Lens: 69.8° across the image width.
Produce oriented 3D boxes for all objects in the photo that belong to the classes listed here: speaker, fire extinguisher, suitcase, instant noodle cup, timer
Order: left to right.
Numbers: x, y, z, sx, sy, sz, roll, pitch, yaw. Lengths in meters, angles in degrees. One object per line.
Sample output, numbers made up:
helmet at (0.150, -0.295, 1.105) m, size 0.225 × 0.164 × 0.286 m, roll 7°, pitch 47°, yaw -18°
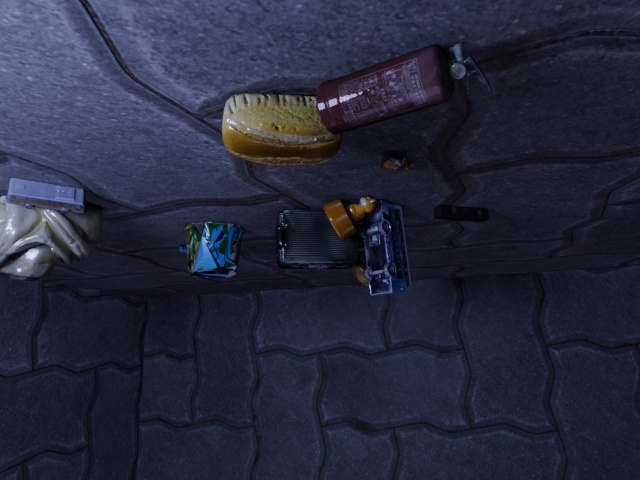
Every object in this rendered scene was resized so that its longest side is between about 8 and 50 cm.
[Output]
instant noodle cup at (-0.403, 0.042, 1.731) m, size 0.241 × 0.178 × 0.240 m, roll -2°, pitch 166°, yaw -1°
suitcase at (0.000, 0.000, 1.554) m, size 0.313 × 0.202 × 0.128 m, roll 0°, pitch 166°, yaw -11°
timer at (0.104, -0.089, 1.436) m, size 0.152 × 0.132 × 0.132 m, roll -29°, pitch 162°, yaw 6°
fire extinguisher at (0.133, -0.249, 0.756) m, size 0.269 × 0.104 × 0.105 m, roll -10°, pitch 164°, yaw 28°
speaker at (0.484, -0.091, 1.575) m, size 0.191 × 0.040 × 0.046 m, roll 2°, pitch 167°, yaw -18°

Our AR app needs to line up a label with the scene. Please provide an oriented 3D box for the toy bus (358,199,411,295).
toy bus at (0.211, 0.026, 1.495) m, size 0.131 × 0.297 × 0.106 m, roll 3°, pitch 167°, yaw -43°

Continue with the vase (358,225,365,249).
vase at (0.186, 0.006, 1.843) m, size 0.096 × 0.096 × 0.219 m, roll -7°, pitch 168°, yaw 22°

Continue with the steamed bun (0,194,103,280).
steamed bun at (-0.883, 0.008, 1.406) m, size 0.395 × 0.237 × 0.346 m, roll 0°, pitch 167°, yaw -10°

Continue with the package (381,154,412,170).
package at (0.191, -0.189, 1.150) m, size 0.077 × 0.032 × 0.111 m, roll -13°, pitch 169°, yaw 8°

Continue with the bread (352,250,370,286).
bread at (0.241, 0.110, 2.044) m, size 0.236 × 0.198 × 0.120 m, roll 7°, pitch 169°, yaw -35°

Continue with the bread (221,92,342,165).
bread at (-0.070, -0.209, 0.886) m, size 0.237 × 0.106 × 0.140 m, roll 0°, pitch 164°, yaw -9°

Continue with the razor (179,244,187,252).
razor at (-0.486, 0.039, 2.004) m, size 0.254 × 0.042 × 0.082 m, roll 1°, pitch -153°, yaw -5°

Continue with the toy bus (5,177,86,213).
toy bus at (-0.750, -0.123, 1.263) m, size 0.191 × 0.064 × 0.075 m, roll 7°, pitch 152°, yaw -33°
